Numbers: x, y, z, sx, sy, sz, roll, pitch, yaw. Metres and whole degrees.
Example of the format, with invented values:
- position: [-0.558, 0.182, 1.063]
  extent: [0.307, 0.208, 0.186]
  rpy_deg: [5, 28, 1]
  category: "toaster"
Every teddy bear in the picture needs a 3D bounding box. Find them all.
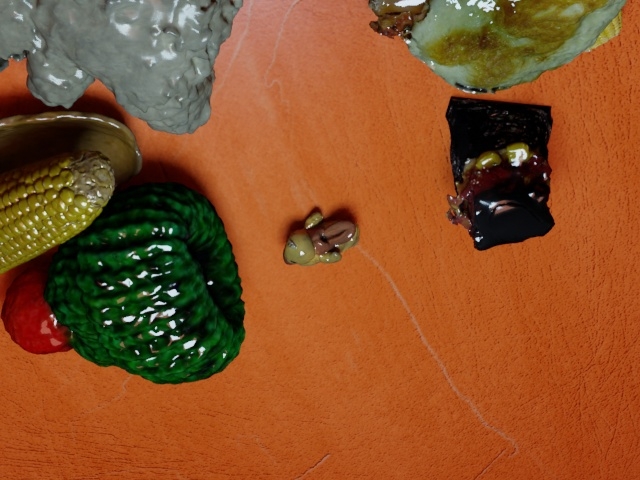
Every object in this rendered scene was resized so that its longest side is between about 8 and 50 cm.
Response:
- position: [-0.260, -0.289, 1.248]
  extent: [0.367, 0.224, 0.357]
  rpy_deg: [19, 126, -6]
  category: "teddy bear"

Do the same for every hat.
- position: [-0.280, 0.077, 1.502]
  extent: [0.332, 0.242, 0.274]
  rpy_deg: [-12, 114, 16]
  category: "hat"

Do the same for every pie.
- position: [0.218, -0.273, 1.349]
  extent: [0.274, 0.105, 0.257]
  rpy_deg: [-23, 138, 34]
  category: "pie"

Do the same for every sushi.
- position: [0.239, -0.070, 1.513]
  extent: [0.153, 0.150, 0.172]
  rpy_deg: [4, 128, -13]
  category: "sushi"

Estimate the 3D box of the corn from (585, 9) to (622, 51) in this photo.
- position: [0.320, -0.308, 1.394]
  extent: [0.085, 0.063, 0.165]
  rpy_deg: [-39, 130, -5]
  category: "corn"

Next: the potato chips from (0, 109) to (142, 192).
- position: [-0.324, -0.116, 1.435]
  extent: [0.201, 0.049, 0.150]
  rpy_deg: [0, 145, 0]
  category: "potato chips"

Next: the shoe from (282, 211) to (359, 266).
- position: [0.001, -0.003, 1.580]
  extent: [0.109, 0.072, 0.069]
  rpy_deg: [-3, 168, -2]
  category: "shoe"

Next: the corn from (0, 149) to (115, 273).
- position: [-0.381, -0.029, 1.421]
  extent: [0.321, 0.119, 0.119]
  rpy_deg: [-24, 131, 32]
  category: "corn"
